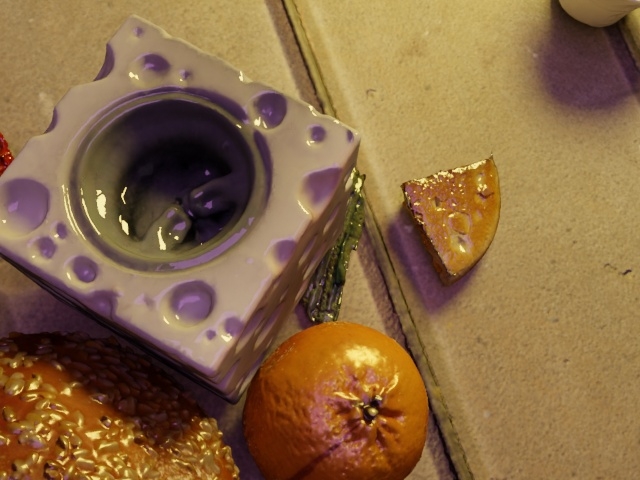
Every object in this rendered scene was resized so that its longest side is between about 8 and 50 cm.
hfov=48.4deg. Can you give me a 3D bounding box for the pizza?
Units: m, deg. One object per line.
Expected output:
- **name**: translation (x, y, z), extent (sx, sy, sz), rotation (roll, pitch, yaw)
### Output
- **pizza**: translation (0.153, -0.033, 0.859), extent (0.131, 0.041, 0.178), rotation (12, 75, -9)

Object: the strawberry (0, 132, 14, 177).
- **strawberry**: translation (-0.386, -0.087, 0.780), extent (0.104, 0.048, 0.152), rotation (-8, 64, -5)

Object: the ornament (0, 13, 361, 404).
- **ornament**: translation (-0.128, -0.014, 0.687), extent (0.239, 0.240, 0.240), rotation (29, 73, 7)

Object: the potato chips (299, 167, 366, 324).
- **potato chips**: translation (0.000, 0.000, 0.832), extent (0.092, 0.028, 0.207), rotation (15, 72, -4)

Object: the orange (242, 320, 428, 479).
- **orange**: translation (0.018, 0.177, 0.722), extent (0.193, 0.161, 0.193), rotation (1, 74, -5)

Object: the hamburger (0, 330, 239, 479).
- **hamburger**: translation (-0.207, 0.213, 0.596), extent (0.291, 0.291, 0.225), rotation (38, 102, 1)

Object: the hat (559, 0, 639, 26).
- **hat**: translation (0.390, -0.362, 0.937), extent (0.203, 0.126, 0.203), rotation (2, 75, -9)
